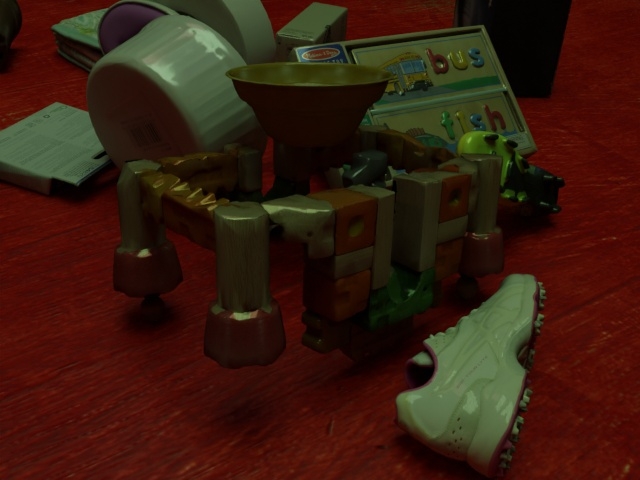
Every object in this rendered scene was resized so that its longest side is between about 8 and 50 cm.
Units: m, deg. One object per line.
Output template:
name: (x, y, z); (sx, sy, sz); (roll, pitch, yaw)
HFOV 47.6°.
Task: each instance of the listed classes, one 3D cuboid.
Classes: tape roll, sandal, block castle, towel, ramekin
tape roll: (-0.229, -0.367, 1.367); (0.286, 0.286, 0.100); (19, 37, 21)
sandal: (-0.262, -0.289, 1.260); (0.416, 0.169, 0.102); (41, 24, 18)
block castle: (0.000, 0.000, 0.914); (0.453, 0.213, 0.303); (-16, 26, -37)
towel: (-0.387, -0.449, 1.648); (0.320, 0.090, 0.374); (-27, 45, -37)
ramekin: (-0.229, -0.191, 1.119); (0.277, 0.277, 0.135); (23, 45, 26)

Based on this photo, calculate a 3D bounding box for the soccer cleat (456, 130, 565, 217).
soccer cleat: (0.266, -0.092, 1.099); (0.121, 0.093, 0.289); (6, -6, 41)

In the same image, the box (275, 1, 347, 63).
box: (-0.018, -0.461, 1.687); (0.094, 0.113, 0.275); (13, 36, 12)

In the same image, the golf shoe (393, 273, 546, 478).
golf shoe: (0.177, 0.124, 0.829); (0.140, 0.115, 0.306); (12, 33, 18)

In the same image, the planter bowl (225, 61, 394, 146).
planter bowl: (-0.014, -0.176, 0.950); (0.217, 0.090, 0.217); (1, 21, 0)

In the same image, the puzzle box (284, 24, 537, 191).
puzzle box: (0.166, -0.232, 1.268); (0.409, 0.052, 0.272); (-15, 78, -26)

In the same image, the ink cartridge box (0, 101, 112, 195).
ink cartridge box: (-0.432, -0.154, 1.235); (0.224, 0.045, 0.223); (17, 37, 17)

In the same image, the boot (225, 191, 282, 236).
boot: (-0.089, -0.038, 1.107); (0.118, 0.042, 0.087); (-16, 46, -16)

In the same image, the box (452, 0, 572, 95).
box: (0.426, -0.520, 1.656); (0.183, 0.294, 0.296); (-2, 34, -5)

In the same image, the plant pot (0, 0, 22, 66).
plant pot: (-0.736, -0.453, 1.566); (0.167, 0.167, 0.165); (-6, 43, -15)
